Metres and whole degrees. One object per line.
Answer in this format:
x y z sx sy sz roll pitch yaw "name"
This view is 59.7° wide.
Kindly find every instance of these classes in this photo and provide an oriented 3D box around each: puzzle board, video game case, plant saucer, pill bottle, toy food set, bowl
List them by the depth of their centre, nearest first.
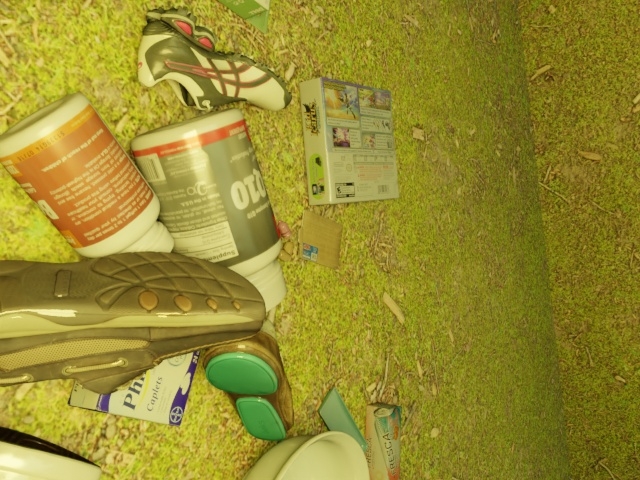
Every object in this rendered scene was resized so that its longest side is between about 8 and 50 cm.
-0.277 -0.057 0.682 0.121 0.121 0.216 -55 129 -38 "pill bottle"
-0.150 -0.034 0.810 0.161 0.161 0.283 -36 117 -47 "pill bottle"
-0.053 0.450 0.922 0.298 0.134 0.298 -7 98 -52 "bowl"
-0.083 0.000 1.014 0.122 0.019 0.078 6 83 -44 "toy food set"
0.000 0.000 1.125 0.128 0.011 0.096 20 74 -49 "puzzle board"
0.046 0.391 1.157 0.067 0.018 0.192 -52 126 -40 "plant saucer"
0.068 -0.203 1.182 0.269 0.061 0.244 -9 97 -52 "video game case"

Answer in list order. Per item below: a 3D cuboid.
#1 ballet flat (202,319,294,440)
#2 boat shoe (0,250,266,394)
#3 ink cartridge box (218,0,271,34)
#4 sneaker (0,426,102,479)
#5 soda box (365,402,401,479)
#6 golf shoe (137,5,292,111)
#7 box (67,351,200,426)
-0.096 0.195 0.854 0.342 0.116 0.124 77 16 -52 "ballet flat"
-0.243 0.097 0.640 0.355 0.132 0.130 2 120 -15 "boat shoe"
-0.134 -0.450 0.935 0.209 0.062 0.109 19 73 -51 "ink cartridge box"
-0.376 0.249 0.564 0.290 0.106 0.123 28 69 -36 "sneaker"
0.137 0.457 1.232 0.058 0.063 0.183 9 81 -52 "soda box"
-0.164 -0.250 0.877 0.273 0.105 0.120 20 88 -44 "golf shoe"
-0.243 0.174 0.752 0.137 0.072 0.126 33 62 -46 "box"
